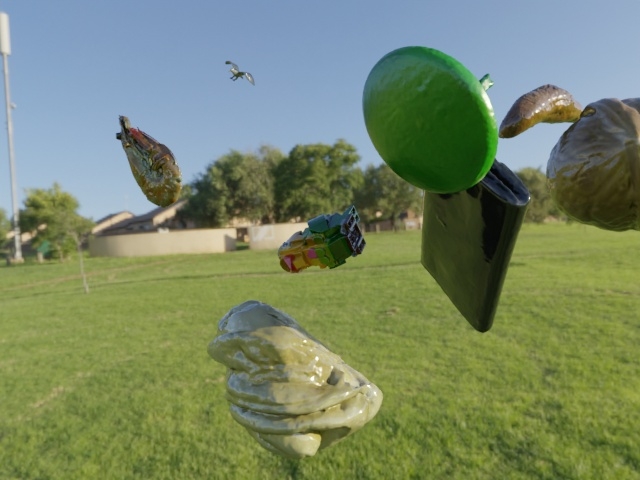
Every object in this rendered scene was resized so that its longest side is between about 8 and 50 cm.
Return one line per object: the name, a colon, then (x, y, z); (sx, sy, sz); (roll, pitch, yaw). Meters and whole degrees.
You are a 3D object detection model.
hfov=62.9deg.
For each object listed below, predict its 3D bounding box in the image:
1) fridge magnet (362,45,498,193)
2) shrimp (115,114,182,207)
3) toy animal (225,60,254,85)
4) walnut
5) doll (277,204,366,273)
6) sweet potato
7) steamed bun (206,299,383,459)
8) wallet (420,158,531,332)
fridge magnet: (0.143, -0.157, 0.698); (0.088, 0.208, 0.208); (-40, 18, -30)
shrimp: (-0.474, -0.228, 1.436); (0.154, 0.294, 0.062); (-36, -3, 27)
toy animal: (-0.179, -0.353, 1.105); (0.050, 0.084, 0.028); (-40, -17, -52)
walnut: (0.650, -0.164, 1.130); (0.333, 0.333, 0.333); (-5, -2, 0)
doll: (0.001, 0.004, 1.073); (0.186, 0.106, 0.134); (-25, 27, 4)
sweet potato: (0.569, -0.339, 1.332); (0.341, 0.114, 0.092); (-17, 17, -33)
steamed bun: (-0.075, 0.284, 1.068); (0.372, 0.230, 0.325); (35, -4, 9)
wallet: (0.267, -0.010, 0.969); (0.062, 0.228, 0.406); (-28, -35, -11)
